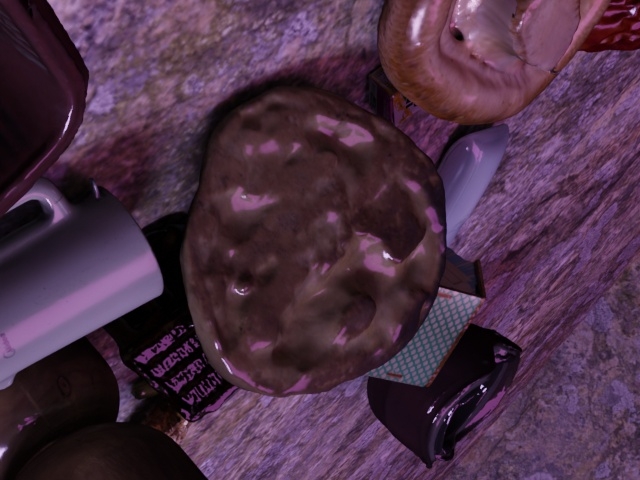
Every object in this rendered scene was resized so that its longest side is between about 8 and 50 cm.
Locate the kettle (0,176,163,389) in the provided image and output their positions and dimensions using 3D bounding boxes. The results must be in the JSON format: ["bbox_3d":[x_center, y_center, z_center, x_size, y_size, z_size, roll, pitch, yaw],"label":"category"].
[{"bbox_3d":[-0.204,0.027,0.714,0.148,0.098,0.126,-31,157,-25],"label":"kettle"}]

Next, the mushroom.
[{"bbox_3d":[0.165,-0.232,0.862,0.278,0.146,0.278,-25,139,-24],"label":"mushroom"}]

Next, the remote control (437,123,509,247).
[{"bbox_3d":[0.164,-0.027,1.280,0.103,0.051,0.293,-21,146,-45],"label":"remote control"}]

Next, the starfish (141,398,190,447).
[{"bbox_3d":[-0.158,0.196,1.049,0.302,0.060,0.299,-44,171,-4],"label":"starfish"}]

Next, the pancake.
[{"bbox_3d":[0.000,0.000,0.865,0.295,0.049,0.294,0,90,-36],"label":"pancake"}]

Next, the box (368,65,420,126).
[{"bbox_3d":[0.133,-0.195,0.987,0.207,0.041,0.050,-39,154,-19],"label":"box"}]

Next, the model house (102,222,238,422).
[{"bbox_3d":[-0.112,0.069,0.863,0.165,0.152,0.106,-40,161,-12],"label":"model house"}]

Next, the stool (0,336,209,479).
[{"bbox_3d":[-0.197,0.217,0.804,0.179,0.264,0.179,-37,154,-22],"label":"stool"}]

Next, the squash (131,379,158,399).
[{"bbox_3d":[-0.167,0.151,1.044,0.089,0.027,0.027,-22,146,-39],"label":"squash"}]

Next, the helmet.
[{"bbox_3d":[0.186,0.222,1.540,0.225,0.177,0.305,-61,159,10],"label":"helmet"}]

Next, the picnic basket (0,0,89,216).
[{"bbox_3d":[-0.255,-0.092,0.411,0.222,0.129,0.297,-43,155,-5],"label":"picnic basket"}]

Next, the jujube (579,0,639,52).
[{"bbox_3d":[0.324,-0.278,1.047,0.230,0.155,0.155,-23,147,-31],"label":"jujube"}]

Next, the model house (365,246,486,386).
[{"bbox_3d":[0.077,0.041,1.053,0.271,0.206,0.178,-9,136,-53],"label":"model house"}]
